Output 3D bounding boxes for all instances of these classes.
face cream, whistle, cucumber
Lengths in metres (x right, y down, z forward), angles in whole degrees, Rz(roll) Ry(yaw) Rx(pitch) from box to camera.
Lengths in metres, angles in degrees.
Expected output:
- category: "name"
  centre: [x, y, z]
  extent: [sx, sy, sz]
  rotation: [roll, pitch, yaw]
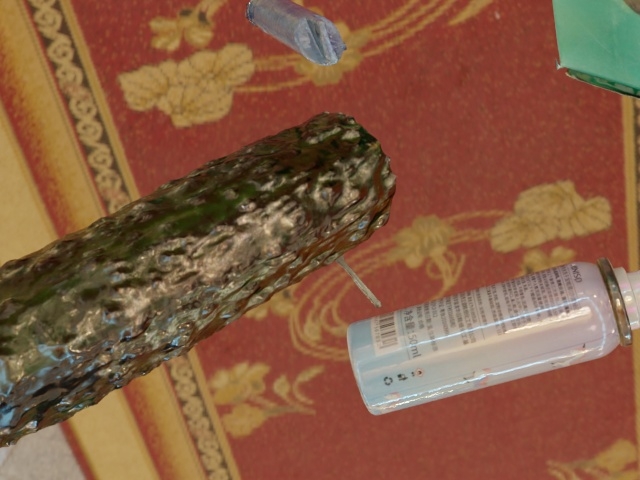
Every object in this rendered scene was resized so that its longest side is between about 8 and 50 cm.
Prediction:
- category: "face cream"
  centre: [0.138, 0.067, 0.797]
  extent: [0.229, 0.075, 0.075]
  rotation: [-16, 126, 11]
- category: "whistle"
  centre: [-0.038, -0.295, 1.472]
  extent: [0.062, 0.304, 0.062]
  rotation: [-6, 111, -16]
- category: "cucumber"
  centre: [-0.088, 0.027, 0.426]
  extent: [0.293, 0.067, 0.068]
  rotation: [-30, 135, -34]

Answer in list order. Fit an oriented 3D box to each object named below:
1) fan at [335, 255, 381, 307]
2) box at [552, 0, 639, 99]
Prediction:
- category: "fan"
  centre: [0.000, 0.000, 0.790]
  extent: [0.133, 0.085, 0.005]
  rotation: [48, 124, -1]
- category: "box"
  centre: [0.230, -0.256, 0.636]
  extent: [0.205, 0.118, 0.311]
  rotation: [-44, 142, -20]
